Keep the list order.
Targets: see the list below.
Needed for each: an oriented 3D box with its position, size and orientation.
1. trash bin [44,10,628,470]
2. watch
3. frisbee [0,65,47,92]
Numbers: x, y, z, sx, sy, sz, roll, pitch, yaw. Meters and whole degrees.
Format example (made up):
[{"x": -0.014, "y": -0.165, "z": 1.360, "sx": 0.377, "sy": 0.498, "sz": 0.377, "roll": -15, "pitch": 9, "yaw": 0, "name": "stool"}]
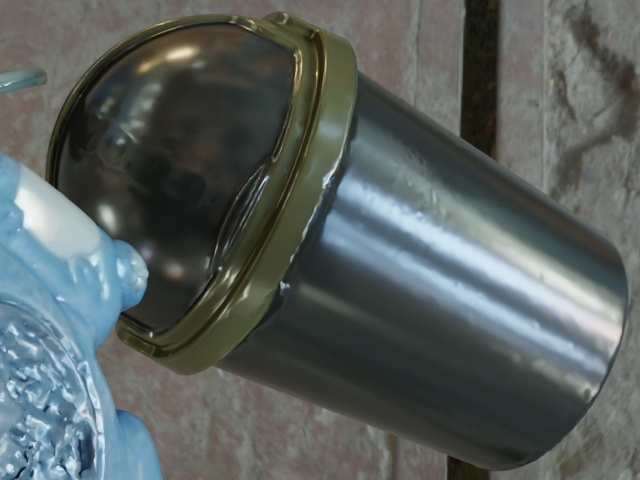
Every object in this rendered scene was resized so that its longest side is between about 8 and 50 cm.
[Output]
[{"x": 0.000, "y": 0.000, "z": 0.671, "sx": 0.334, "sy": 0.214, "sz": 0.214, "roll": 29, "pitch": 71, "yaw": -20, "name": "trash bin"}, {"x": -0.174, "y": 0.071, "z": 0.388, "sx": 0.193, "sy": 0.211, "sz": 0.210, "roll": -13, "pitch": 65, "yaw": 29, "name": "watch"}, {"x": -0.213, "y": -0.086, "z": 0.656, "sx": 0.110, "sy": 0.110, "sz": 0.014, "roll": -10, "pitch": 101, "yaw": 3, "name": "frisbee"}]
